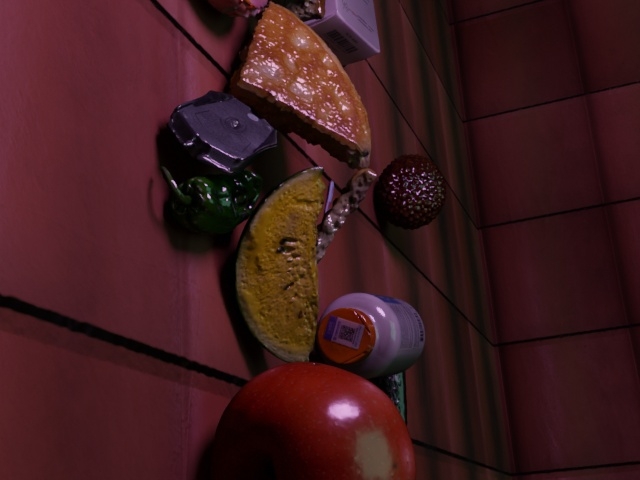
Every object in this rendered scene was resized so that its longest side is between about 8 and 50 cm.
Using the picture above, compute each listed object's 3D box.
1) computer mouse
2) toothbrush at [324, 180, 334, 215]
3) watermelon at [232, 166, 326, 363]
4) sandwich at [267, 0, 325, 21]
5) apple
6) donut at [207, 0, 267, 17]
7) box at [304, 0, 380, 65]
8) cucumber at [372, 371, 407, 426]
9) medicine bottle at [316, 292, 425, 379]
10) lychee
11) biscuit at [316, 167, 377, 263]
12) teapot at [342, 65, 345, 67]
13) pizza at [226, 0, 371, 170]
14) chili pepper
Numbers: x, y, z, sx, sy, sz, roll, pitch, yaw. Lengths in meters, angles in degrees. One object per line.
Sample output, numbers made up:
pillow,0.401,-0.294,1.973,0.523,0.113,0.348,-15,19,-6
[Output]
computer mouse,-0.141,-0.139,1.226,0.126,0.071,0.231,39,25,1
toothbrush,0.016,-0.058,1.757,0.193,0.019,0.013,-84,154,-45
watermelon,-0.061,0.039,1.283,0.123,0.129,0.301,-44,137,-76
sandwich,-0.058,-0.453,1.602,0.236,0.122,0.128,32,48,-66
apple,-0.014,0.281,1.107,0.217,0.260,0.260,0,79,-50
donut,-0.156,-0.451,1.372,0.199,0.085,0.232,-84,155,-43
box,0.026,-0.557,1.885,0.200,0.106,0.299,25,55,-57
cucumber,0.145,0.347,1.818,0.074,0.075,0.241,42,43,-61
medicine bottle,0.088,0.176,1.611,0.289,0.157,0.156,17,63,-69
lychee,0.213,-0.116,2.139,0.188,0.188,0.188,-11,90,-71
biscuit,0.000,0.000,1.432,0.273,0.036,0.187,-57,-177,-5
teapot,0.029,-0.447,1.982,0.043,0.043,0.110,8,69,-70
pizza,-0.015,-0.262,1.473,0.268,0.087,0.257,28,48,-13
chili pepper,-0.143,-0.058,1.214,0.257,0.074,0.100,-29,116,-76
